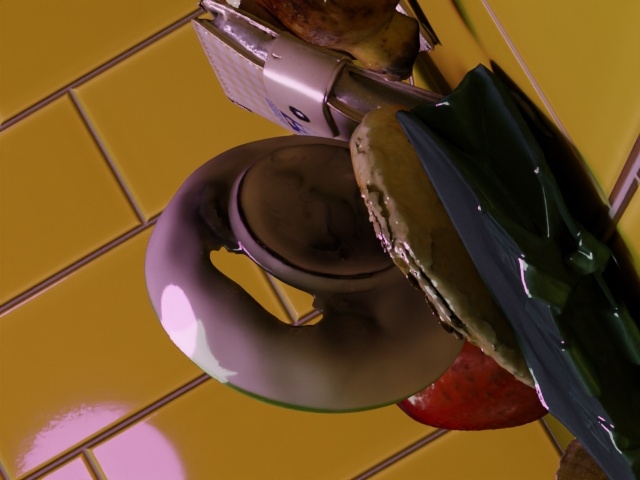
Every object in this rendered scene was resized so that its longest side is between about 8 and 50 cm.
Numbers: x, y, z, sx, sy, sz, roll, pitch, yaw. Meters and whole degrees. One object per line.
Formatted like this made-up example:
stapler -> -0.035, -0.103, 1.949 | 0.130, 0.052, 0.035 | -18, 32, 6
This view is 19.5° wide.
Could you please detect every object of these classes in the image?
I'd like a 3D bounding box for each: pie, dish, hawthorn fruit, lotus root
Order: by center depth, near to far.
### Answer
lotus root -> -0.018, -0.248, 1.398 | 0.314, 0.141, 0.169 | 60, 178, -14
pie -> 0.130, 0.003, 1.662 | 0.306, 0.071, 0.306 | 46, -163, -19
dish -> 0.000, 0.000, 1.764 | 0.324, 0.324, 0.124 | 60, 151, 35
hawthorn fruit -> 0.142, 0.098, 1.923 | 0.215, 0.250, 0.215 | 174, 90, -89

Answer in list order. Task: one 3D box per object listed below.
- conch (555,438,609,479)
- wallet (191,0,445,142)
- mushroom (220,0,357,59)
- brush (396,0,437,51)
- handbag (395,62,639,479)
conch -> 0.263, 0.230, 1.639 | 0.130, 0.207, 0.155 | -44, 62, 45
wallet -> 0.013, -0.142, 1.958 | 0.310, 0.077, 0.223 | 28, 171, 24
mushroom -> -0.042, -0.295, 1.999 | 0.285, 0.151, 0.156 | 60, -178, 10
brush -> 0.002, -0.298, 1.696 | 0.314, 0.017, 0.090 | 54, 170, -10
handbag -> 0.181, 0.037, 1.417 | 0.326, 0.089, 0.238 | 61, 180, -29
